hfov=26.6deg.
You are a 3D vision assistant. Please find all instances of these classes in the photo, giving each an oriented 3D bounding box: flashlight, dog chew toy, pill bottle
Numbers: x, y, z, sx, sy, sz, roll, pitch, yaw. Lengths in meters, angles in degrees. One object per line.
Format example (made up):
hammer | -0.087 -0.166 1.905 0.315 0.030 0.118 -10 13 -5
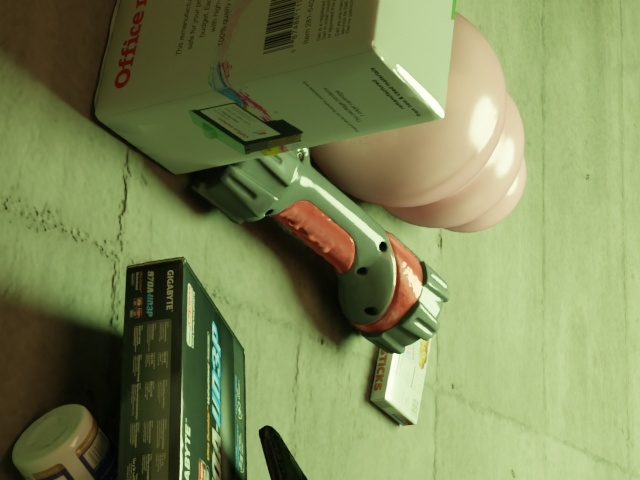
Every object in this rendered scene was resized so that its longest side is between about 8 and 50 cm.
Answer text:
flashlight | 0.000 0.000 1.291 0.304 0.103 0.103 37 38 -38
dog chew toy | 0.115 -0.107 1.398 0.332 0.206 0.206 37 51 -57
pill bottle | -0.172 0.186 1.016 0.120 0.067 0.067 59 39 -25

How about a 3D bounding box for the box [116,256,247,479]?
box | -0.103 0.150 1.055 0.175 0.051 0.220 65 20 -57

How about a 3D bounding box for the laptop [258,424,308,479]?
laptop | -0.041 0.437 1.076 0.382 0.236 0.408 65 4 -50

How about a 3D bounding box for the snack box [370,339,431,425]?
snack box | 0.093 0.104 1.448 0.064 0.022 0.178 41 50 -39

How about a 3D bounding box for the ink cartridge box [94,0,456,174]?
ink cartridge box | -0.035 -0.185 1.132 0.117 0.278 0.201 38 51 -47
